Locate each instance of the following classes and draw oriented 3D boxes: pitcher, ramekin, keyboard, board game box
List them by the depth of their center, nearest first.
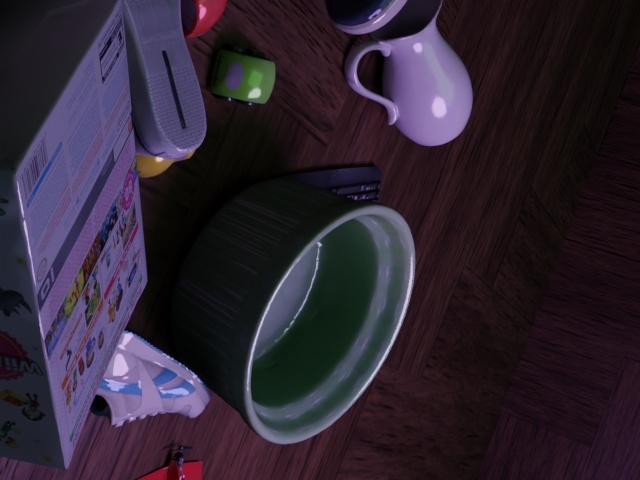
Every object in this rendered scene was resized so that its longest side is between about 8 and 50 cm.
[{"bbox_3d":[-0.214,-0.008,0.763,0.224,0.097,0.303,-76,172,-48],"label":"board game box"},{"bbox_3d":[-0.035,0.073,1.186,0.303,0.148,0.303,-33,137,-38],"label":"ramekin"},{"bbox_3d":[0.000,0.000,1.384,0.317,0.033,0.202,-13,119,-59],"label":"keyboard"},{"bbox_3d":[0.122,-0.221,1.393,0.177,0.125,0.207,-39,133,-15],"label":"pitcher"}]

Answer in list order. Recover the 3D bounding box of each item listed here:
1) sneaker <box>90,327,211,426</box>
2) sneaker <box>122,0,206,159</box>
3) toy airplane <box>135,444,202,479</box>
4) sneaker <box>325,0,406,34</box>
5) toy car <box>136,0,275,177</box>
[{"bbox_3d":[-0.199,0.149,1.048,0.092,0.087,0.229,-58,145,-10],"label":"sneaker"},{"bbox_3d":[-0.173,-0.194,0.857,0.094,0.091,0.258,-20,104,-52],"label":"sneaker"},{"bbox_3d":[-0.190,0.325,1.235,0.151,0.028,0.151,-39,139,-45],"label":"toy airplane"},{"bbox_3d":[0.056,-0.415,1.121,0.148,0.131,0.350,16,87,-57],"label":"sneaker"},{"bbox_3d":[-0.103,-0.176,1.036,0.225,0.053,0.239,-7,114,-61],"label":"toy car"}]
